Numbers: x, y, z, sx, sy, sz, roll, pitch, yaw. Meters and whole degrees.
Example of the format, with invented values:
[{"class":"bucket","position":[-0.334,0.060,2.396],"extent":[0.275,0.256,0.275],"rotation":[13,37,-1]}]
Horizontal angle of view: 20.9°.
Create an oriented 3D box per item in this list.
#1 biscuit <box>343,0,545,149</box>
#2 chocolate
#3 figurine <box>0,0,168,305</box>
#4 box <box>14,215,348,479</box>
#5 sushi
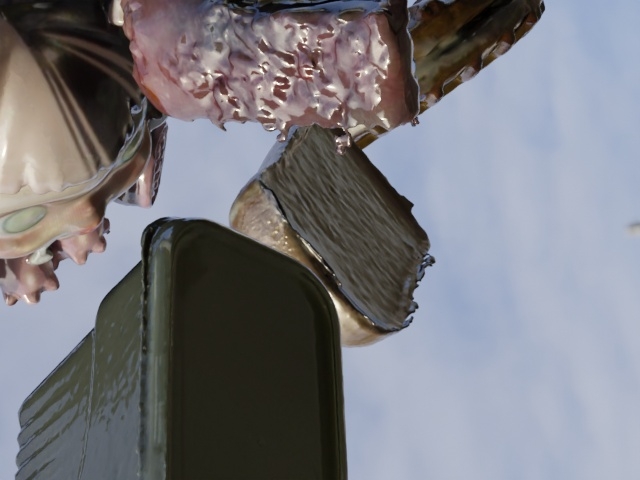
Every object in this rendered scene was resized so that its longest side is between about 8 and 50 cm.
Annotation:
[{"class":"biscuit","position":[0.096,-0.195,1.884],"extent":[0.103,0.332,0.332],"rotation":[54,-141,-5]},{"class":"chocolate","position":[-0.001,0.001,1.288],"extent":[0.161,0.083,0.261],"rotation":[51,-161,-5]},{"class":"figurine","position":[-0.230,-0.079,1.209],"extent":[0.211,0.361,0.253],"rotation":[34,-113,3]},{"class":"box","position":[-0.088,0.139,0.951],"extent":[0.138,0.178,0.274],"rotation":[26,-137,-31]},{"class":"sushi","position":[-0.032,-0.118,0.968],"extent":[0.241,0.161,0.107],"rotation":[-98,-4,-66]}]
